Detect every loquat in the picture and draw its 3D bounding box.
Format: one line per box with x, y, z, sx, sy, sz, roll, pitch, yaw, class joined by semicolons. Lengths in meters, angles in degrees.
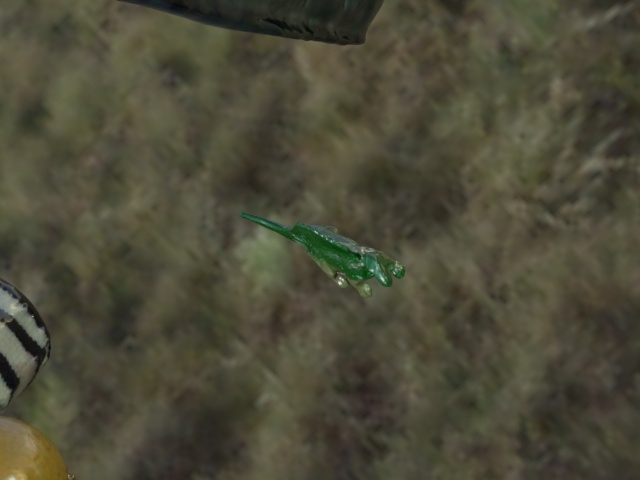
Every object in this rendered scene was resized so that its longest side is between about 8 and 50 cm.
-0.275;0.212;1.621;0.141;0.141;0.141;-38;18;15;loquat

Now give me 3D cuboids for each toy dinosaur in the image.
0.001;0.000;1.086;0.120;0.060;0.029;30;83;28;toy dinosaur

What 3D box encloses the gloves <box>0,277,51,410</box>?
-0.284;0.110;1.265;0.131;0.140;0.219;-50;-4;40;gloves

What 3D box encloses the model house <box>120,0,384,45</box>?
-0.066;-0.235;0.674;0.271;0.190;0.300;0;-77;-65;model house
